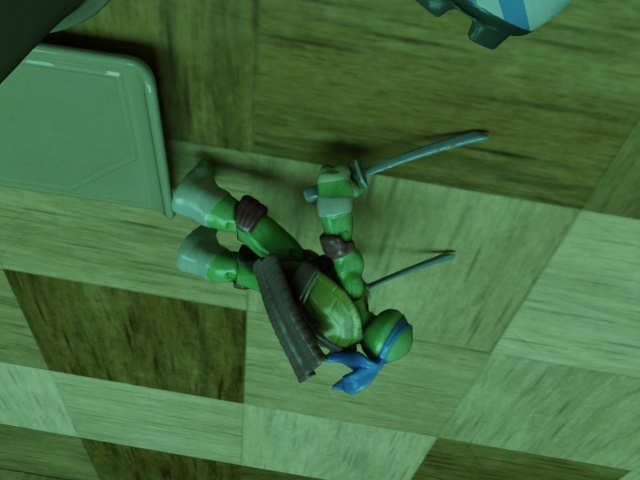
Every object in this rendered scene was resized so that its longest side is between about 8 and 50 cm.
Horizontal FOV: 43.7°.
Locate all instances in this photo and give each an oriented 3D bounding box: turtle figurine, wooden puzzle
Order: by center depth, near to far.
[{"bbox_3d":[-0.259,-0.115,0.774,0.239,0.044,0.221,13,147,4],"label":"wooden puzzle"},{"bbox_3d":[0.000,0.000,0.821,0.266,0.274,0.198,23,172,15],"label":"turtle figurine"}]

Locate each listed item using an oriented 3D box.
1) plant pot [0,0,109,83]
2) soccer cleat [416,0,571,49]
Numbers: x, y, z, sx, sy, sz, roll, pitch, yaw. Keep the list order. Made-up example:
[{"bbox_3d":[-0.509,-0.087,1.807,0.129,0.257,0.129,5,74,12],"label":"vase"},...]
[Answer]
[{"bbox_3d":[-0.259,-0.188,0.494,0.263,0.229,0.263,6,145,5],"label":"plant pot"},{"bbox_3d":[0.035,-0.244,0.461,0.331,0.116,0.143,23,128,-23],"label":"soccer cleat"}]
